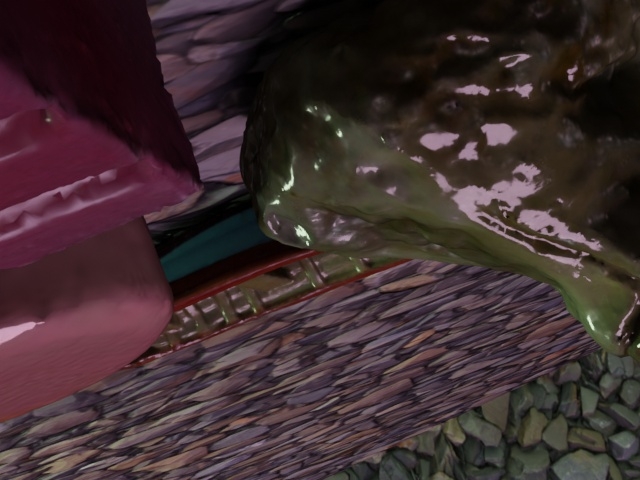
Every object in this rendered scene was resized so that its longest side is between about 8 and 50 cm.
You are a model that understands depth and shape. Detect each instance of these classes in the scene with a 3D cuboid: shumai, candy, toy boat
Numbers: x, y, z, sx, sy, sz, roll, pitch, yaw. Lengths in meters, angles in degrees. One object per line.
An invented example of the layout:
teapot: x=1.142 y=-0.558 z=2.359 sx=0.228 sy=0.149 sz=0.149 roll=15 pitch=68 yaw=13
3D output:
shumai: x=0.088 y=-0.026 z=0.979 sx=0.260 sy=0.222 sz=0.225 roll=-18 pitch=171 yaw=12
candy: x=-0.212 y=0.049 z=1.099 sx=0.255 sy=0.094 sz=0.255 roll=-19 pitch=168 yaw=-4
toy boat: x=0.000 y=0.000 z=1.264 sx=0.392 sy=0.079 sz=0.136 roll=-24 pitch=165 yaw=20

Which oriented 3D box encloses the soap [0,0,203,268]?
soap: x=-0.248 y=-0.017 z=0.681 sx=0.359 sy=0.128 sz=0.233 roll=-23 pitch=166 yaw=10
